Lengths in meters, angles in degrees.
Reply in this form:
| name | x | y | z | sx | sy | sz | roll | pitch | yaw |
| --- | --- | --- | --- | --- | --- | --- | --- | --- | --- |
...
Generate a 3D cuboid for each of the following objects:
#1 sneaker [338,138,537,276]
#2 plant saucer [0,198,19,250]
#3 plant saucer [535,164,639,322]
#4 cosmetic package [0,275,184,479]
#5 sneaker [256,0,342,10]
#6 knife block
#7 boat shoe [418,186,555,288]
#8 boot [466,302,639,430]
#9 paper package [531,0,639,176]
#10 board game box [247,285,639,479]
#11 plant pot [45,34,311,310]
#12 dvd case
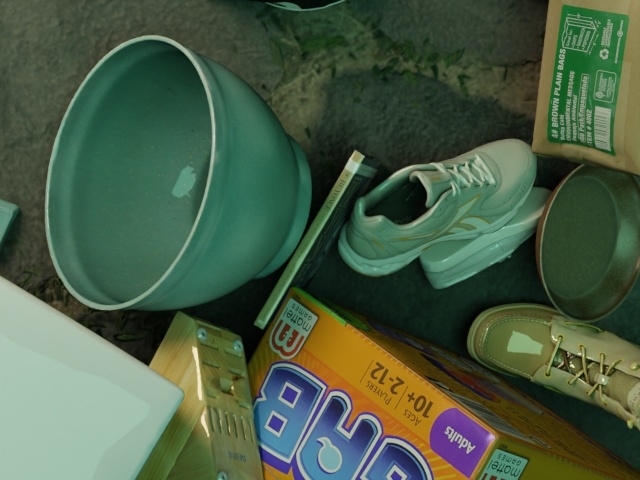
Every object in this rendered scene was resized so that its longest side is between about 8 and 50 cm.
| name | x | y | z | sx | sy | sz | roll | pitch | yaw |
| --- | --- | --- | --- | --- | --- | --- | --- | --- | --- |
| sneaker | 0.144 | -0.052 | 1.884 | 0.262 | 0.121 | 0.099 | -29 | 69 | -18 |
| plant saucer | -0.436 | -0.043 | 1.837 | 0.192 | 0.018 | 0.067 | 24 | 96 | -15 |
| plant saucer | 0.317 | -0.002 | 1.972 | 0.198 | 0.036 | 0.199 | -9 | 103 | -40 |
| cosmetic package | -0.393 | 0.191 | 1.674 | 0.329 | 0.393 | 0.327 | 33 | 82 | -18 |
| sneaker | -0.045 | -0.289 | 1.815 | 0.216 | 0.121 | 0.079 | 1 | 103 | -13 |
| knife block | -0.184 | 0.243 | 1.760 | 0.242 | 0.276 | 0.088 | -24 | 152 | 27 |
| boat shoe | 0.204 | 0.000 | 1.969 | 0.184 | 0.066 | 0.063 | -32 | 135 | -15 |
| boot | 0.320 | 0.156 | 1.942 | 0.262 | 0.203 | 0.095 | 18 | 97 | -21 |
| paper package | 0.404 | -0.244 | 1.846 | 0.309 | 0.168 | 0.325 | -5 | 105 | -40 |
| board game box | 0.101 | 0.320 | 1.799 | 0.356 | 0.356 | 0.356 | 24 | 97 | -42 |
| plant pot | -0.135 | -0.057 | 1.786 | 0.196 | 0.293 | 0.293 | 12 | 100 | -42 |
| dvd case | 0.000 | 0.000 | 1.871 | 0.018 | 0.164 | 0.221 | 30 | 94 | 8 |
